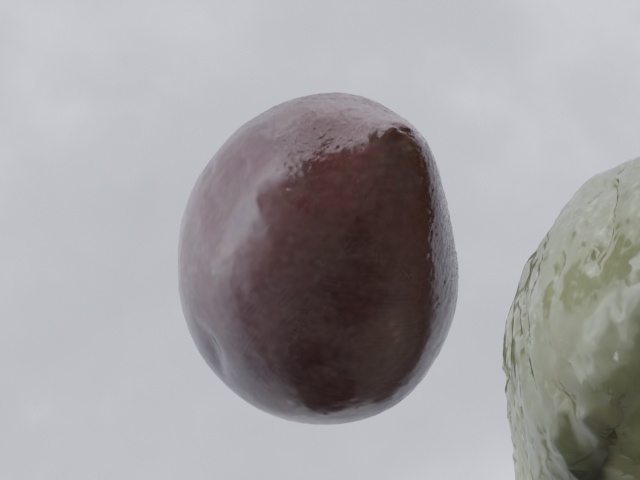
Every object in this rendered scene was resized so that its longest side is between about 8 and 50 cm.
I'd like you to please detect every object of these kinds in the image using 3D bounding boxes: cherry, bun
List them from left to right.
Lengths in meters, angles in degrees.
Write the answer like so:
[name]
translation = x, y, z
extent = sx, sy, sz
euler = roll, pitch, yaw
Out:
[cherry]
translation = -0.007, 0.004, 1.228
extent = 0.206, 0.239, 0.239
euler = -7, -61, 10
[bun]
translation = 0.160, 0.034, 0.630
extent = 0.244, 0.153, 0.244
euler = -11, -36, -8
